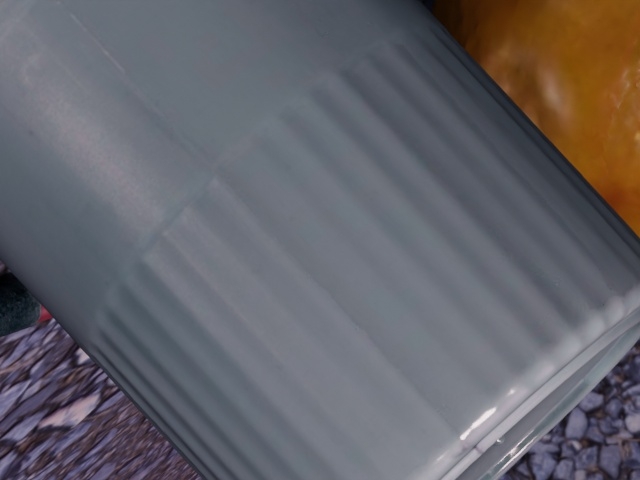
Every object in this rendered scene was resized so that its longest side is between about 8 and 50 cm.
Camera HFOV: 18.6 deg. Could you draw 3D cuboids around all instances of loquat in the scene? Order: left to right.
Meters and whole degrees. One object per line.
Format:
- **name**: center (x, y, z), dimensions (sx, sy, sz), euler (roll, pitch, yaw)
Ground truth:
- **loquat**: center (0.231, -0.125, 1.347), dimensions (0.328, 0.328, 0.328), euler (-40, 167, -12)

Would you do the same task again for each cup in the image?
- **cup**: center (-0.015, 0.010, 1.037), dimensions (0.257, 0.311, 0.331), euler (-37, 166, -23)

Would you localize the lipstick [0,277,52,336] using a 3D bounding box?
- **lipstick**: center (-0.217, 0.053, 1.159), dimensions (0.053, 0.053, 0.234), euler (-48, 168, 19)
